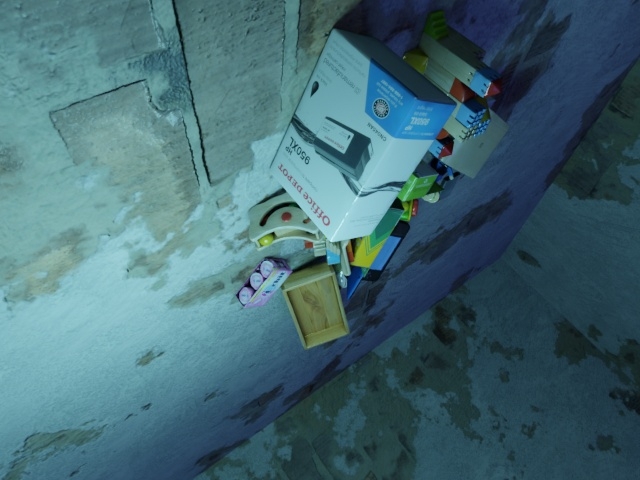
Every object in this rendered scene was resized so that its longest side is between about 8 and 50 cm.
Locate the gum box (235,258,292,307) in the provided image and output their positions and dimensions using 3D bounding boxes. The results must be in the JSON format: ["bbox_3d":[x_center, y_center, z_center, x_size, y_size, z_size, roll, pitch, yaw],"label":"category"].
[{"bbox_3d":[-0.190,0.141,1.625,0.188,0.062,0.107,-50,154,20],"label":"gum box"}]

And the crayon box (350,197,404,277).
[{"bbox_3d":[0.156,-0.056,1.617,0.083,0.203,0.323,8,133,-19],"label":"crayon box"}]

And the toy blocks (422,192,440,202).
[{"bbox_3d":[0.420,-0.189,1.874,0.148,0.123,0.054,5,118,-57],"label":"toy blocks"}]

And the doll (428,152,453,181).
[{"bbox_3d":[0.445,-0.271,1.780,0.046,0.129,0.189,-38,170,-20],"label":"doll"}]

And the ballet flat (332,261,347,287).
[{"bbox_3d":[0.050,0.179,1.962,0.349,0.123,0.123,-48,154,14],"label":"ballet flat"}]

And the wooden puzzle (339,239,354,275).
[{"bbox_3d":[0.075,-0.030,1.546,0.044,0.221,0.239,-9,151,-1],"label":"wooden puzzle"}]

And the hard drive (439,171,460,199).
[{"bbox_3d":[0.556,-0.236,2.108,0.094,0.022,0.135,-26,151,-28],"label":"hard drive"}]

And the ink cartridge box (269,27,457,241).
[{"bbox_3d":[0.078,-0.235,1.130,0.166,0.285,0.395,-11,141,-44],"label":"ink cartridge box"}]

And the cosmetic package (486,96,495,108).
[{"bbox_3d":[0.494,-0.445,1.639,0.238,0.060,0.099,-20,150,-38],"label":"cosmetic package"}]

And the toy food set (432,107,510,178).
[{"bbox_3d":[0.522,-0.350,1.659,0.306,0.092,0.220,9,120,-50],"label":"toy food set"}]

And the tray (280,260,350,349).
[{"bbox_3d":[-0.016,0.262,1.874,0.202,0.076,0.411,-19,135,-4],"label":"tray"}]

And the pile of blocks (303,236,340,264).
[{"bbox_3d":[0.000,0.000,1.571,0.112,0.149,0.362,-9,148,0],"label":"pile of blocks"}]

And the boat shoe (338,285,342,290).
[{"bbox_3d":[0.054,0.213,2.092,0.170,0.063,0.059,-35,159,11],"label":"boat shoe"}]

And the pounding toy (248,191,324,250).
[{"bbox_3d":[-0.064,-0.041,1.359,0.269,0.154,0.155,-24,153,-4],"label":"pounding toy"}]

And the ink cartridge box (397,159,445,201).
[{"bbox_3d":[0.297,-0.236,1.553,0.255,0.189,0.097,-17,144,-43],"label":"ink cartridge box"}]

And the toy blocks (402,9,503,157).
[{"bbox_3d":[0.357,-0.383,1.312,0.190,0.261,0.382,-27,152,-27],"label":"toy blocks"}]

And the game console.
[{"bbox_3d":[0.223,0.075,1.809,0.250,0.173,0.293,10,121,-36],"label":"game console"}]

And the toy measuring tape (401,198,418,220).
[{"bbox_3d":[0.328,-0.130,1.893,0.121,0.121,0.330,-42,171,3],"label":"toy measuring tape"}]
